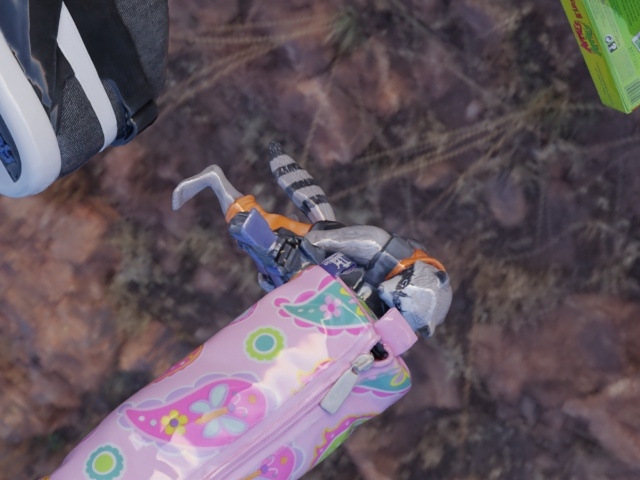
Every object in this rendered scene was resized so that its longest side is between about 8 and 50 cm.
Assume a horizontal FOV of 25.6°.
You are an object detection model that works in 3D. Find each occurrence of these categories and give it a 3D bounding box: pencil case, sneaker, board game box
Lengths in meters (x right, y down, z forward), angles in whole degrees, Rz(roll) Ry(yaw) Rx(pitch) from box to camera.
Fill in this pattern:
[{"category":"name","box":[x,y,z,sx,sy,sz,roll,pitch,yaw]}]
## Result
[{"category":"pencil case","box":[-0.066,0.136,0.991,0.124,0.284,0.124,49,165,18]},{"category":"sneaker","box":[-0.142,-0.140,0.654,0.079,0.121,0.216,-1,115,43]},{"category":"board game box","box":[0.264,-0.213,1.234,0.181,0.092,0.043,61,169,-28]}]

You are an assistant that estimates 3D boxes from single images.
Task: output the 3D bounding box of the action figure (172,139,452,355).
[{"category":"action figure","box":[0.000,0.000,1.484,0.330,0.178,0.341,28,165,35]}]
